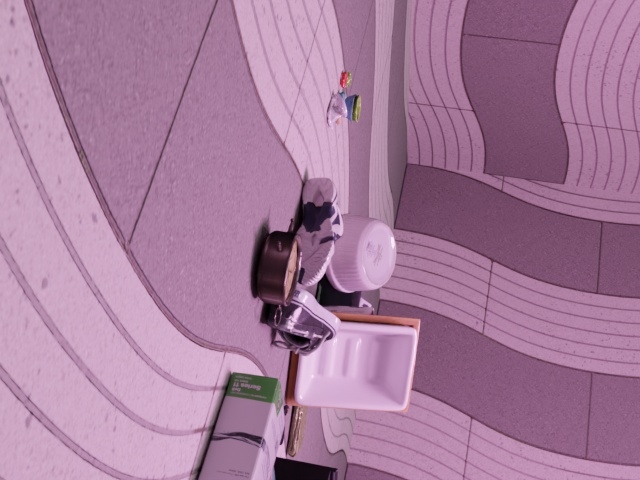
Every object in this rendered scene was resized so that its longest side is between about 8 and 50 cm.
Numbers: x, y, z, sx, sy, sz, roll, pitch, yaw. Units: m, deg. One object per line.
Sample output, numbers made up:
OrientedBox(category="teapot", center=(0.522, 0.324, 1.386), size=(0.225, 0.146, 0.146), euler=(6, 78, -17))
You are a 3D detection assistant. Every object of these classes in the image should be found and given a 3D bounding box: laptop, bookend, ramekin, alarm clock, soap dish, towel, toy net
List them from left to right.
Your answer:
OrientedBox(category="alarm clock", center=(-0.075, 0.066, 1.537), size=(0.129, 0.064, 0.192), euler=(-63, 157, -64))
OrientedBox(category="bookend", center=(-0.055, 0.545, 1.823), size=(0.156, 0.157, 0.072), euler=(-71, 166, -51))
OrientedBox(category="towel", center=(-0.054, 0.453, 2.153), size=(0.110, 0.027, 0.148), euler=(-18, 115, -81))
OrientedBox(category="laptop", center=(0.019, 0.128, 2.342), size=(0.264, 0.137, 0.234), euler=(160, -58, -71))
OrientedBox(category="toy net", center=(0.060, -0.329, 2.054), size=(0.232, 0.045, 0.122), euler=(-56, 153, -69))
OrientedBox(category="soap dish", center=(0.072, 0.275, 2.027), size=(0.118, 0.291, 0.228), euler=(-128, -136, -77))
OrientedBox(category="ramekin", center=(0.108, 0.035, 2.247), size=(0.207, 0.109, 0.207), euler=(-6, 98, -53))

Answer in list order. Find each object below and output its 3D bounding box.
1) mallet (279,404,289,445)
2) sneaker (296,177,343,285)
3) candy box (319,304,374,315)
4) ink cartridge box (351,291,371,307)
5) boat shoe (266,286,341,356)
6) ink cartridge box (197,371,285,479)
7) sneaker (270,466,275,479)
OrientedBox(category="mallet", center=(-0.086, 0.380, 1.881), size=(0.189, 0.039, 0.062), euler=(-62, 157, -77))
OrientedBox(category="sneaker", center=(0.000, 0.000, 1.837), size=(0.153, 0.094, 0.234), euler=(57, 32, -64))
OrientedBox(category="candy box", center=(0.049, 0.272, 2.176), size=(0.071, 0.159, 0.233), euler=(-88, 180, -55))
OrientedBox(category="ink cartridge box", center=(0.071, 0.250, 2.401), size=(0.206, 0.045, 0.208), euler=(-48, -156, 51))
OrientedBox(category="boat shoe", center=(-0.037, 0.175, 1.736), size=(0.306, 0.113, 0.104), euler=(62, 44, -71))
OrientedBox(category="ink cartridge box", center=(-0.125, 0.345, 1.419), size=(0.153, 0.087, 0.208), euler=(89, 12, -48))
OrientedBox(category="sneaker", center=(-0.127, 0.515, 1.506), size=(0.121, 0.108, 0.302), euler=(73, 26, -61))
